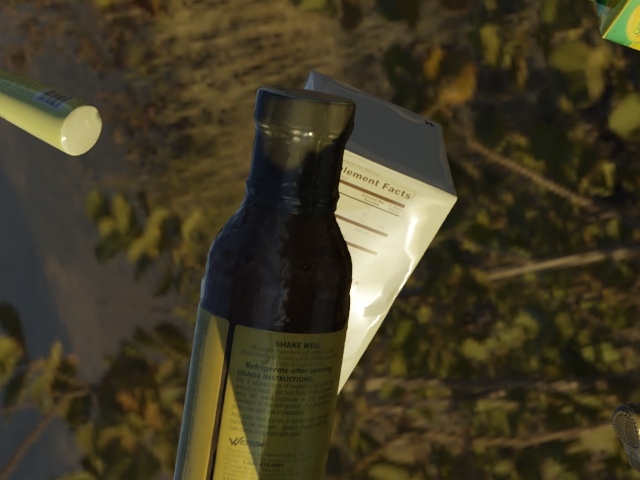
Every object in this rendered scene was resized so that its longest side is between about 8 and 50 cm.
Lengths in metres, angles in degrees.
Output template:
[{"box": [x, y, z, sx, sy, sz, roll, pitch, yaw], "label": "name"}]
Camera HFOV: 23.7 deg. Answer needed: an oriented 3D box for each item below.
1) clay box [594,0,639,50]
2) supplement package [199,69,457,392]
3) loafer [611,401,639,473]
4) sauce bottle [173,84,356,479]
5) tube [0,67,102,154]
[{"box": [0.314, -0.190, 1.169, 0.053, 0.222, 0.127, -91, 23, -43], "label": "clay box"}, {"box": [0.000, 0.000, 1.340, 0.139, 0.134, 0.244, -94, 29, -59], "label": "supplement package"}, {"box": [0.418, 0.251, 1.983, 0.056, 0.050, 0.148, 37, 160, 39], "label": "loafer"}, {"box": [-0.034, 0.064, 1.084, 0.111, 0.111, 0.344, -140, 59, -68], "label": "sauce bottle"}, {"box": [-0.351, -0.165, 1.743, 0.240, 0.062, 0.070, 27, 157, 31], "label": "tube"}]
